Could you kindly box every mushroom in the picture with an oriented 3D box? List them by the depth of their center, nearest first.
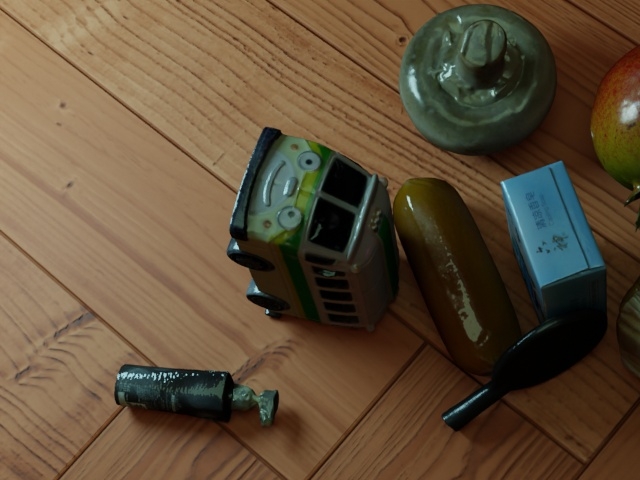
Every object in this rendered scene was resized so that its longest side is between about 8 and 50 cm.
[{"bbox_3d":[0.201,-0.219,1.776,0.207,0.215,0.207,-1,75,5],"label":"mushroom"}]

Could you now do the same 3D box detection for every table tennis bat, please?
[{"bbox_3d":[0.244,0.155,1.664,0.236,0.150,0.027,-38,59,18],"label":"table tennis bat"}]

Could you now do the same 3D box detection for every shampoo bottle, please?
[{"bbox_3d":[-0.155,0.197,1.750,0.208,0.057,0.063,5,69,12],"label":"shampoo bottle"}]

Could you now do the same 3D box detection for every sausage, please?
[{"bbox_3d":[0.170,0.043,1.734,0.105,0.105,0.274,-21,67,0],"label":"sausage"}]

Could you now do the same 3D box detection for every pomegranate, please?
[{"bbox_3d":[0.443,-0.131,1.705,0.221,0.221,0.256,8,77,13],"label":"pomegranate"}]

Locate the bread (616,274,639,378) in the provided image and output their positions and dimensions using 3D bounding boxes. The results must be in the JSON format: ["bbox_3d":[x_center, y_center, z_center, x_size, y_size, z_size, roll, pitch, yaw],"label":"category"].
[{"bbox_3d":[0.434,0.068,1.622,0.110,0.210,0.192,38,78,26],"label":"bread"}]

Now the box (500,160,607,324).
[{"bbox_3d":[0.281,0.021,1.653,0.083,0.232,0.142,-19,66,5],"label":"box"}]

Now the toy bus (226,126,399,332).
[{"bbox_3d":[0.000,0.000,1.672,0.179,0.305,0.143,15,70,13],"label":"toy bus"}]
